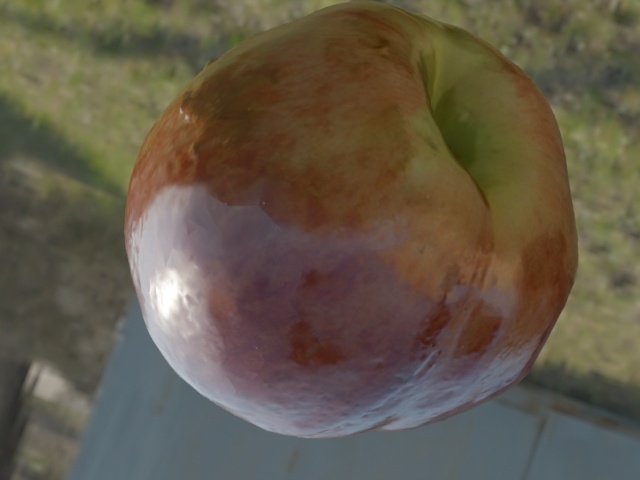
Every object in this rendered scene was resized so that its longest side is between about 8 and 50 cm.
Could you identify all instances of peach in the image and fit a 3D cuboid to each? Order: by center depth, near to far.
[{"bbox_3d":[0.000,0.000,0.960,0.232,0.232,0.256,26,134,-27],"label":"peach"}]
